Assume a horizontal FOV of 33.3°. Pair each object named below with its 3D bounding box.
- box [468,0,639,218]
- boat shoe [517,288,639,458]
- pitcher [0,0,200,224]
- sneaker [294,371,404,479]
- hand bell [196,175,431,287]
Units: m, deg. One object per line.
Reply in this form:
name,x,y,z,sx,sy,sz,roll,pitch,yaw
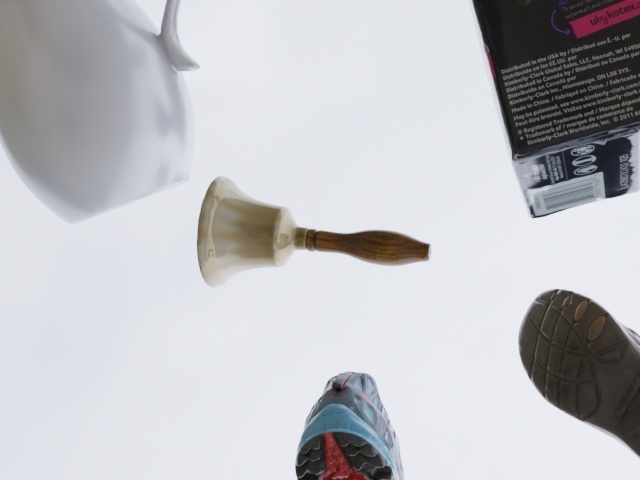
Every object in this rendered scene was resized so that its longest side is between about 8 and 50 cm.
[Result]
box,0.198,-0.178,0.866,0.143,0.165,0.270,-14,-109,11
boat shoe,0.330,0.160,1.134,0.123,0.116,0.324,-56,-144,11
pitcher,-0.138,-0.129,0.691,0.178,0.125,0.207,-19,-84,16
sneaker,0.048,0.224,0.971,0.104,0.262,0.125,-2,-141,10
hand bell,0.000,0.000,1.164,0.242,0.126,0.126,5,-108,16
